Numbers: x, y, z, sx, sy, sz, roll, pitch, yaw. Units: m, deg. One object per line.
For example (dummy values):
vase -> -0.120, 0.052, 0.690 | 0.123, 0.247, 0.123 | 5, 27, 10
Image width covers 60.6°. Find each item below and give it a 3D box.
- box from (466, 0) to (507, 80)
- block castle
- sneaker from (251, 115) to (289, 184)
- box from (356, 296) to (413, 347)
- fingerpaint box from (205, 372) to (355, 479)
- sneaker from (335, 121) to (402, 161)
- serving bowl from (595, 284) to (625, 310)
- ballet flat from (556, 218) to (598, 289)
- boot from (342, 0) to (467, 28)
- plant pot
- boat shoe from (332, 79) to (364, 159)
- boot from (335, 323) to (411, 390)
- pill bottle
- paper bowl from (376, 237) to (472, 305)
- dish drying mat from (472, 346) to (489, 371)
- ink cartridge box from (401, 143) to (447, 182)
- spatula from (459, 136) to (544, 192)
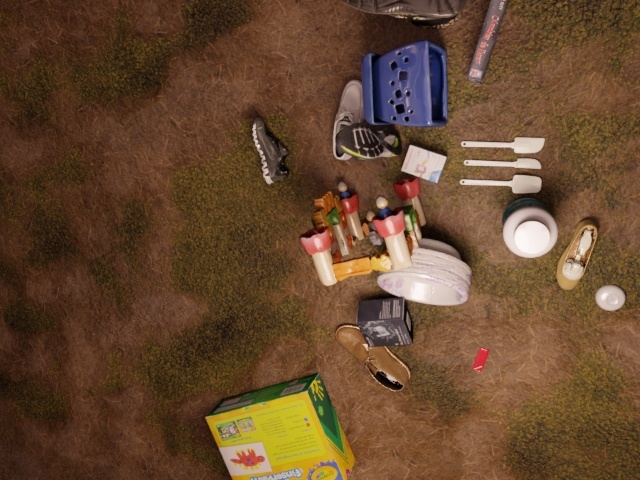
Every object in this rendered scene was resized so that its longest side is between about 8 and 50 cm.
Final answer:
box -> 0.474, -0.569, 1.552 | 0.044, 0.159, 0.233 | 19, 107, 13
block castle -> 0.136, -0.063, 1.626 | 0.303, 0.453, 0.212 | -13, 105, 21
sneaker -> -0.161, -0.312, 1.858 | 0.106, 0.078, 0.234 | -9, 103, 16
box -> 0.218, 0.276, 1.829 | 0.158, 0.093, 0.156 | -7, 136, 20
fingerpaint box -> -0.147, 0.741, 2.050 | 0.445, 0.163, 0.371 | -21, 95, 21
sneaker -> 0.132, -0.283, 1.665 | 0.121, 0.300, 0.111 | -17, 82, 37
serving bowl -> 0.886, 0.177, 1.669 | 0.083, 0.027, 0.083 | 4, 104, 17
ballet flat -> 0.772, 0.048, 1.650 | 0.080, 0.073, 0.232 | 15, 107, 14
boot -> 0.227, -0.686, 1.535 | 0.378, 0.284, 0.138 | 13, 107, 13
plant pot -> 0.248, -0.449, 1.619 | 0.212, 0.236, 0.235 | 1, 102, 24
boat shoe -> 0.093, -0.383, 1.754 | 0.095, 0.084, 0.258 | 10, 106, 15
boot -> 0.177, 0.404, 1.898 | 0.305, 0.115, 0.112 | 36, 112, 8
pill bottle -> 0.602, -0.036, 1.581 | 0.146, 0.264, 0.146 | 4, 104, 16
paper bowl -> 0.326, 0.092, 1.706 | 0.284, 0.284, 0.148 | 8, 69, 16
dish drying mat -> 0.539, 0.401, 1.839 | 0.032, 0.008, 0.083 | 20, 108, 13
ink cartridge box -> 0.327, -0.244, 1.731 | 0.123, 0.052, 0.088 | 21, 108, 13
spatula -> 0.553, -0.232, 1.682 | 0.242, 0.019, 0.168 | 4, 104, 16
